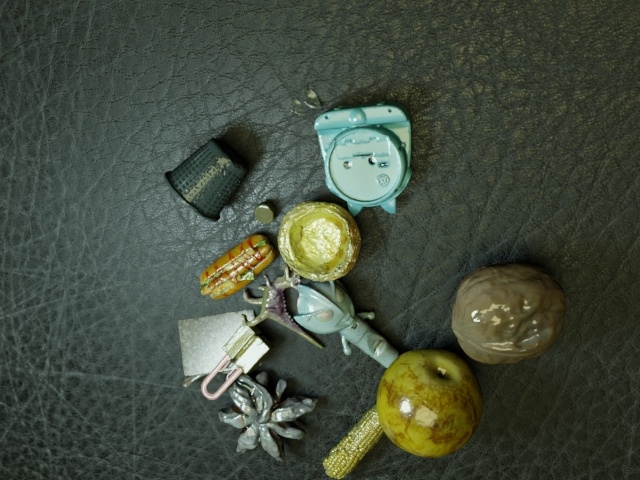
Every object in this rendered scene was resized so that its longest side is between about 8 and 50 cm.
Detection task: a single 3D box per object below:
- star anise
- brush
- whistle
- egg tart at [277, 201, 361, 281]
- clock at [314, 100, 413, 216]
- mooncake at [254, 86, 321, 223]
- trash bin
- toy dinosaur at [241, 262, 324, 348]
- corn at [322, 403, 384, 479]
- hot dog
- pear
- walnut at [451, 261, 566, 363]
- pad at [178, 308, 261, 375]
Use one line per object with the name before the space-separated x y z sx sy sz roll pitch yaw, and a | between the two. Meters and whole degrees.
star anise | -0.182 0.483 1.831 0.359 0.139 0.316 -16 94 13
brush | -0.237 0.336 1.787 0.103 0.047 0.233 43 98 16
whistle | 0.058 0.205 1.702 0.346 0.142 0.133 40 140 -14
egg tart | 0.001 0.001 1.653 0.212 0.090 0.213 1 93 12
clock | 0.111 -0.188 1.580 0.223 0.094 0.274 -5 105 15
mooncake | -0.090 -0.201 1.641 0.150 0.057 0.347 36 109 -14
trash bin | -0.273 -0.163 1.645 0.175 0.175 0.161 42 101 -3
toy dinosaur | -0.108 0.187 1.762 0.199 0.072 0.251 -9 95 4
corn | 0.102 0.554 1.821 0.086 0.086 0.288 36 109 0
hot dog | -0.226 0.079 1.750 0.250 0.076 0.104 -33 98 18
pear | 0.267 0.402 1.639 0.280 0.281 0.281 4 108 11
walnut | 0.434 0.169 1.549 0.273 0.273 0.227 -17 71 17
pad | -0.281 0.282 1.831 0.234 0.003 0.158 -11 81 15
